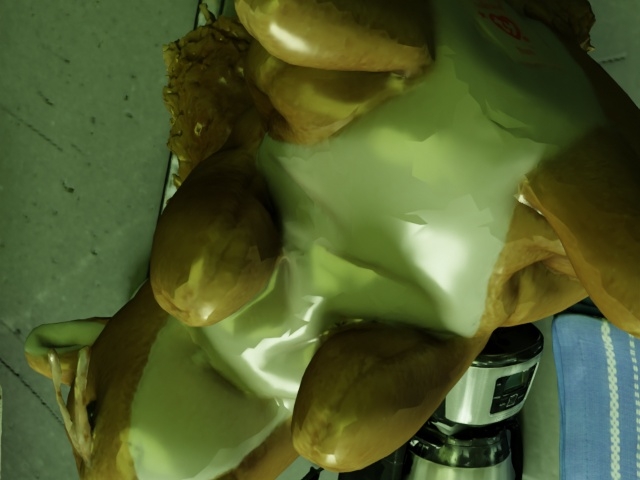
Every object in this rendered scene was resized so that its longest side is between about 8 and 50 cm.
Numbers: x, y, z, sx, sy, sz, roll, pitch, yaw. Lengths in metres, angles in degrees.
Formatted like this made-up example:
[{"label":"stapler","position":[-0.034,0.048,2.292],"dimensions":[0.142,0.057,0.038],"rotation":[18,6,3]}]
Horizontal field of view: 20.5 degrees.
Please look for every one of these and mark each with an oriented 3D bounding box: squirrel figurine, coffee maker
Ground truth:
[{"label":"squirrel figurine","position":[0.000,0.000,1.044],"dimensions":[0.281,0.397,0.370],"rotation":[33,118,-11]},{"label":"coffee maker","position":[0.059,0.124,1.191],"dimensions":[0.171,0.120,0.178],"rotation":[12,110,17]}]

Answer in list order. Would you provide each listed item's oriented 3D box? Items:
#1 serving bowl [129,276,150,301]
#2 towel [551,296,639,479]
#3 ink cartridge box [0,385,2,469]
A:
[{"label":"serving bowl","position":[-0.107,0.066,1.284],"dimensions":[0.083,0.027,0.083],"rotation":[6,109,18]},{"label":"towel","position":[0.266,0.182,1.084],"dimensions":[0.336,0.040,0.243],"rotation":[20,119,51]},{"label":"ink cartridge box","position":[-0.341,0.198,1.358],"dimensions":[0.271,0.130,0.310],"rotation":[11,111,15]}]
